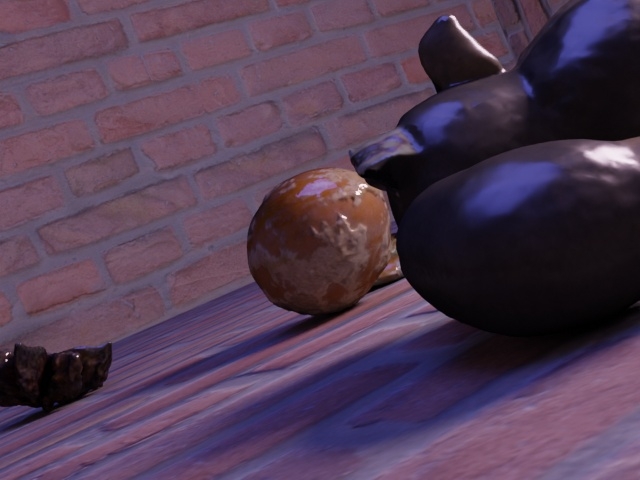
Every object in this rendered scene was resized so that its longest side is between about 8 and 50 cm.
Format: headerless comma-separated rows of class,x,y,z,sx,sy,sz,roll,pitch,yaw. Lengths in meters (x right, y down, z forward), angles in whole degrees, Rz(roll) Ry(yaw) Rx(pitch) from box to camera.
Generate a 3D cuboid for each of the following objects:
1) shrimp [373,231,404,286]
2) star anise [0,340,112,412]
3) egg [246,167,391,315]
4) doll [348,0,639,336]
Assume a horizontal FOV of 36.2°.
shrimp,0.129,0.019,1.522,0.145,0.059,0.254,-18,4,37
star anise,-0.454,0.229,1.605,0.223,0.109,0.236,1,-19,-13
egg,0.000,0.000,1.319,0.195,0.195,0.233,-24,-29,-44
doll,0.234,-0.054,0.769,0.382,0.252,0.379,-25,33,8
